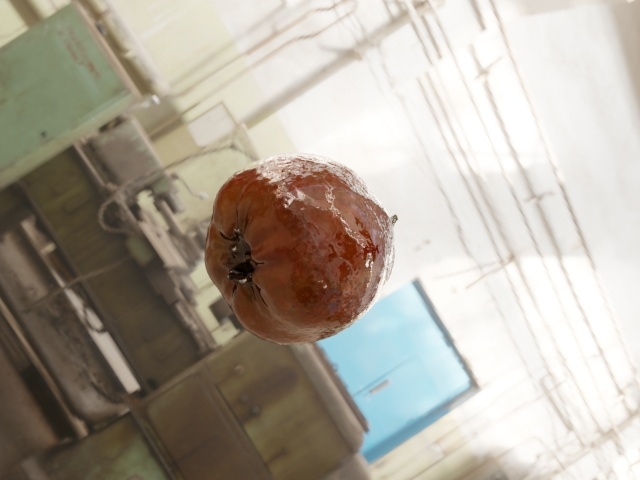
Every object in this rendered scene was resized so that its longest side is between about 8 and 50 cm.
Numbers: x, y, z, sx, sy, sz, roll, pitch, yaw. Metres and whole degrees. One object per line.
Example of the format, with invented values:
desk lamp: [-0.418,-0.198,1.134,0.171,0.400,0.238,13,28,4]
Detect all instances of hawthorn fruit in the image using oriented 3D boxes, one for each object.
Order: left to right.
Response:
hawthorn fruit: [0.000,0.000,0.900,0.196,0.225,0.196,14,-69,42]
